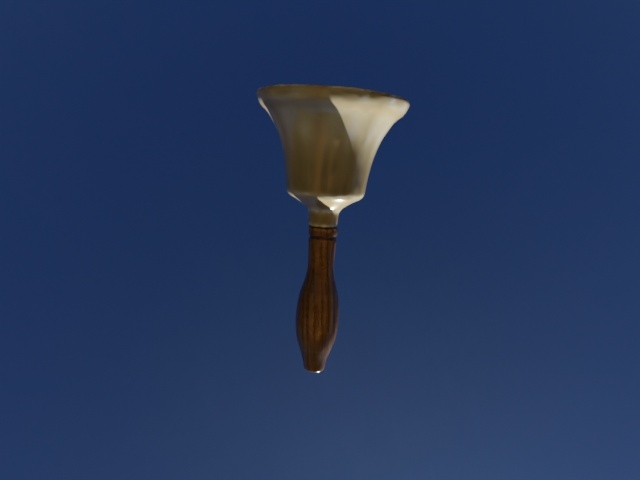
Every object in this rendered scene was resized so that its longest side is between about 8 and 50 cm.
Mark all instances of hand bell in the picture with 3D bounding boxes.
[{"bbox_3d":[0.000,0.000,0.378,0.126,0.126,0.242,5,-79,2],"label":"hand bell"}]
